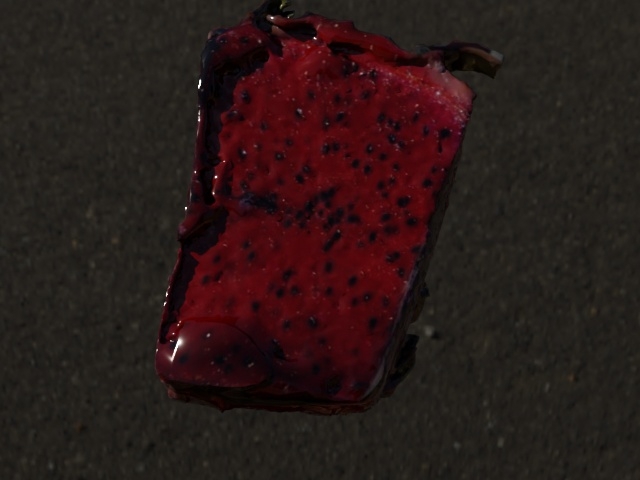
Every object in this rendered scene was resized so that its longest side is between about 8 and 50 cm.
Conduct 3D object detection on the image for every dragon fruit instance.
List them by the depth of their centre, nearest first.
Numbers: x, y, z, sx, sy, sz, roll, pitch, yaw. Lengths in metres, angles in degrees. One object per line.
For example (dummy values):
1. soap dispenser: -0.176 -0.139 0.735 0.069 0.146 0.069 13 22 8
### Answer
1. dragon fruit: 0.000 0.000 0.474 0.102 0.096 0.147 13 74 13
